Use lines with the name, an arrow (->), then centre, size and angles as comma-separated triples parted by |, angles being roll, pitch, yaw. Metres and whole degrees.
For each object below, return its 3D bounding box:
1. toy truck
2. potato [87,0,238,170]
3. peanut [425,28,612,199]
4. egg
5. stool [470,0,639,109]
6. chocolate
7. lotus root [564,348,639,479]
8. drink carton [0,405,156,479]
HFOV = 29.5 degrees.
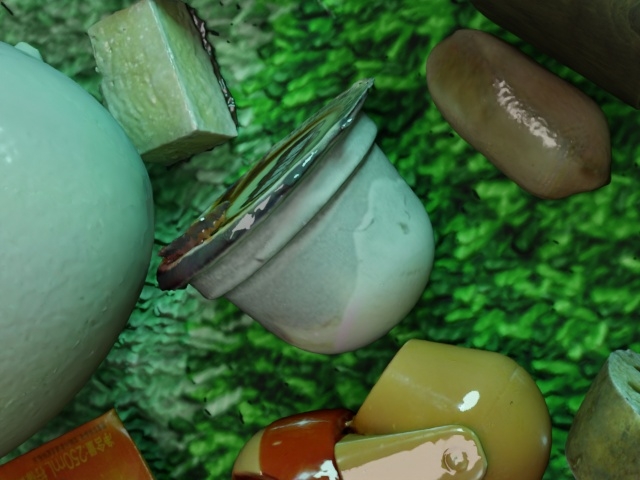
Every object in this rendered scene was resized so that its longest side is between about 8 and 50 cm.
toy truck -> 0.060, 0.207, 0.809 | 0.239, 0.189, 0.264 | -22, 85, 12
potato -> -0.123, -0.121, 0.922 | 0.086, 0.061, 0.122 | -22, 84, 23
peanut -> 0.134, -0.085, 0.821 | 0.152, 0.076, 0.076 | 40, 106, 12
egg -> -0.280, 0.006, 0.845 | 0.340, 0.354, 0.354 | -9, 90, 7
stool -> 0.137, -0.222, 0.754 | 0.264, 0.179, 0.179 | 35, 104, 16
chocolate -> -0.004, 0.007, 0.835 | 0.221, 0.221, 0.147 | -34, 100, 19
lotus root -> 0.213, 0.134, 0.779 | 0.112, 0.122, 0.081 | 35, 113, -10
drink carton -> -0.140, 0.317, 0.892 | 0.351, 0.155, 0.111 | 58, 143, 9
